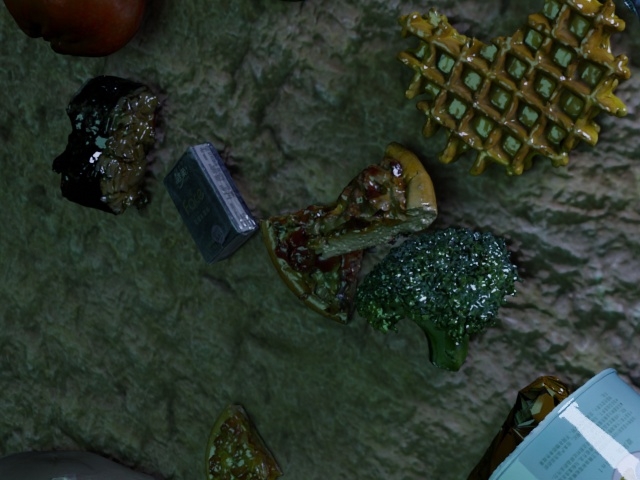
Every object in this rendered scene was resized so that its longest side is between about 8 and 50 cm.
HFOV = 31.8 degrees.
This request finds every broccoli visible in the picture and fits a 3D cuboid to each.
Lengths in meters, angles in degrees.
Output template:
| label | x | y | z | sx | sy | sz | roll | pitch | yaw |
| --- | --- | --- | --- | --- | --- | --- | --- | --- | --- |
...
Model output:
| label | x | y | z | sx | sy | sz | roll | pitch | yaw |
| --- | --- | --- | --- | --- | --- | --- | --- | --- | --- |
| broccoli | 0.155 | 0.091 | 1.457 | 0.220 | 0.194 | 0.194 | -3 | 95 | 10 |

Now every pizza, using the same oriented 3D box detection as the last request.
| label | x | y | z | sx | sy | sz | roll | pitch | yaw |
| --- | --- | --- | --- | --- | --- | --- | --- | --- | --- |
| pizza | -0.126 | 0.340 | 1.730 | 0.134 | 0.046 | 0.174 | 2 | 97 | 33 |
| pizza | 0.000 | 0.000 | 1.595 | 0.201 | 0.053 | 0.193 | 44 | 118 | 21 |
| pizza | 0.055 | -0.047 | 1.489 | 0.194 | 0.069 | 0.154 | -34 | 46 | 12 |

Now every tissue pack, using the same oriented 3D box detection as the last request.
| label | x | y | z | sx | sy | sz | roll | pitch | yaw |
| --- | --- | --- | --- | --- | --- | --- | --- | --- | --- |
| tissue pack | -0.168 | -0.055 | 1.691 | 0.112 | 0.051 | 0.156 | -42 | 73 | 47 |

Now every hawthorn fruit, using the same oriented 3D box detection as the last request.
| label | x | y | z | sx | sy | sz | roll | pitch | yaw |
| --- | --- | --- | --- | --- | --- | --- | --- | --- | --- |
| hawthorn fruit | -0.351 | -0.407 | 1.693 | 0.224 | 0.224 | 0.260 | 30 | 89 | 27 |

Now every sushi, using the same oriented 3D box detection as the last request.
| label | x | y | z | sx | sy | sz | roll | pitch | yaw |
| --- | --- | --- | --- | --- | --- | --- | --- | --- | --- |
| sushi | -0.330 | -0.147 | 1.739 | 0.115 | 0.147 | 0.212 | 23 | 105 | 30 |

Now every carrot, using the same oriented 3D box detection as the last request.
| label | x | y | z | sx | sy | sz | roll | pitch | yaw |
| --- | --- | --- | --- | --- | --- | --- | --- | --- | --- |
| carrot | 0.250 | 0.274 | 1.467 | 0.069 | 0.069 | 0.228 | 39 | 116 | 23 |

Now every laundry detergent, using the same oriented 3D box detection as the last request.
| label | x | y | z | sx | sy | sz | roll | pitch | yaw |
| --- | --- | --- | --- | --- | --- | --- | --- | --- | --- |
| laundry detergent | 0.350 | 0.350 | 1.272 | 0.305 | 0.287 | 0.287 | 43 | 117 | 21 |

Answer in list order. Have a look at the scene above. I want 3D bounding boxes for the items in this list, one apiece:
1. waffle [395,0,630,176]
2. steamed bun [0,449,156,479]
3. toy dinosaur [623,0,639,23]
| label | x | y | z | sx | sy | sz | roll | pitch | yaw |
| --- | --- | --- | --- | --- | --- | --- | --- | --- | --- |
| waffle | 0.246 | -0.210 | 1.399 | 0.293 | 0.069 | 0.259 | -18 | 89 | 32 |
| steamed bun | -0.453 | 0.488 | 1.853 | 0.384 | 0.236 | 0.247 | 4 | 100 | 34 |
| toy dinosaur | 0.378 | -0.303 | 1.308 | 0.080 | 0.045 | 0.197 | -7 | 102 | 37 |
